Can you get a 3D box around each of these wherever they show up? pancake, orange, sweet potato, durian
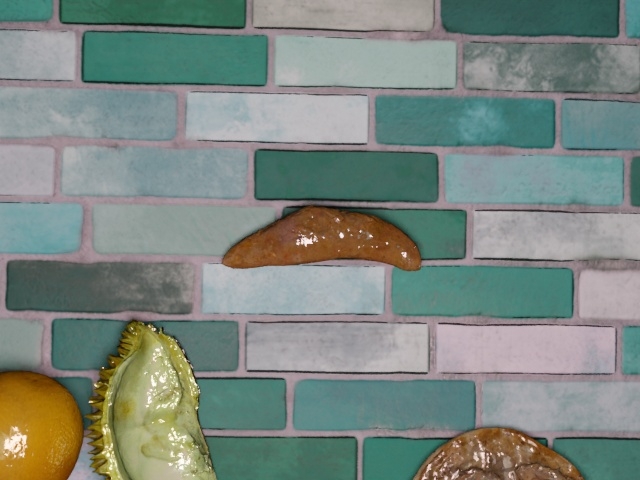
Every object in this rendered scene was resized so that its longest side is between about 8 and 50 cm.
[{"bbox_3d":[0.307,0.521,1.572,0.382,0.071,0.382,0,82,-3],"label":"pancake"},{"bbox_3d":[-0.493,0.323,1.484,0.236,0.236,0.236,0,89,-3],"label":"orange"},{"bbox_3d":[0.002,-0.003,1.577,0.342,0.092,0.114,0,105,-2],"label":"sweet potato"},{"bbox_3d":[-0.282,0.325,1.529,0.198,0.163,0.394,-7,83,-5],"label":"durian"}]
